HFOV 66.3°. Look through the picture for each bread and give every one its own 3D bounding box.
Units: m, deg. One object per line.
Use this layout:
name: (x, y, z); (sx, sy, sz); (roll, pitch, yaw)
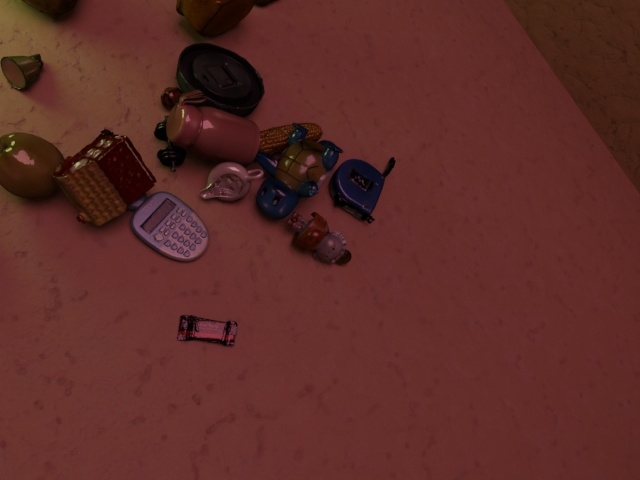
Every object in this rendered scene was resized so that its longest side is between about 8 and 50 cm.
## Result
bread: (-0.383, -0.902, 1.832); (0.312, 0.312, 0.173); (-37, 100, -29)

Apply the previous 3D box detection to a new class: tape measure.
tape measure: (0.171, -0.259, 1.922); (0.215, 0.098, 0.352); (30, 60, -10)

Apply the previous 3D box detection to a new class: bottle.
bottle: (-0.357, -0.373, 1.641); (0.296, 0.207, 0.173); (11, 29, -42)

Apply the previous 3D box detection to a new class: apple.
apple: (-0.855, -0.217, 1.436); (0.199, 0.200, 0.200); (8, 68, -19)

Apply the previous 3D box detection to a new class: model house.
model house: (-0.659, -0.180, 1.474); (0.254, 0.159, 0.196); (-54, 140, -31)

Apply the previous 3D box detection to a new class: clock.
clock: (-0.366, -0.587, 1.799); (0.324, 0.067, 0.326); (17, 52, -22)

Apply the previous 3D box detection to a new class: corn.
corn: (-0.131, -0.385, 1.846); (0.312, 0.102, 0.102); (-22, 80, -30)

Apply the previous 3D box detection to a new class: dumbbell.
dumbbell: (-0.511, -0.331, 1.668); (0.099, 0.099, 0.209); (-5, 74, -24)

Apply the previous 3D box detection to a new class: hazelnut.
hazelnut: (-0.525, -0.504, 1.744); (0.086, 0.086, 0.087); (8, 68, -19)

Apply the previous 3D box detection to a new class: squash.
squash: (-0.948, -0.563, 1.596); (0.105, 0.105, 0.132); (40, 43, -4)

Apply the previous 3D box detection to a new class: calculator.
calculator: (-0.501, -0.054, 1.600); (0.302, 0.042, 0.188); (38, 62, -5)

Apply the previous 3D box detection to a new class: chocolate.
chocolate: (-0.354, 0.284, 1.541); (0.182, 0.028, 0.086); (9, 75, -18)

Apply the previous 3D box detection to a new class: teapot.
teapot: (-0.302, -0.206, 1.681); (0.226, 0.145, 0.092); (-18, 37, 8)

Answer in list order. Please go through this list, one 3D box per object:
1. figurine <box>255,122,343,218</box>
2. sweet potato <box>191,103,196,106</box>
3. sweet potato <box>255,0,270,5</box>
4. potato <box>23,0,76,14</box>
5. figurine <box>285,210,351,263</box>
figurine: (-0.072, -0.267, 1.748); (0.297, 0.243, 0.416); (37, 59, 14)
sweet potato: (-0.459, -0.476, 1.761); (0.074, 0.075, 0.270); (30, 45, -9)
sweet potato: (-0.205, -1.067, 2.093); (0.081, 0.062, 0.233); (43, 58, -1)
potato: (-0.946, -0.893, 1.667); (0.299, 0.196, 0.246); (36, 72, 26)
figurine: (-0.003, -0.005, 1.744); (0.271, 0.143, 0.144); (32, 60, -31)
